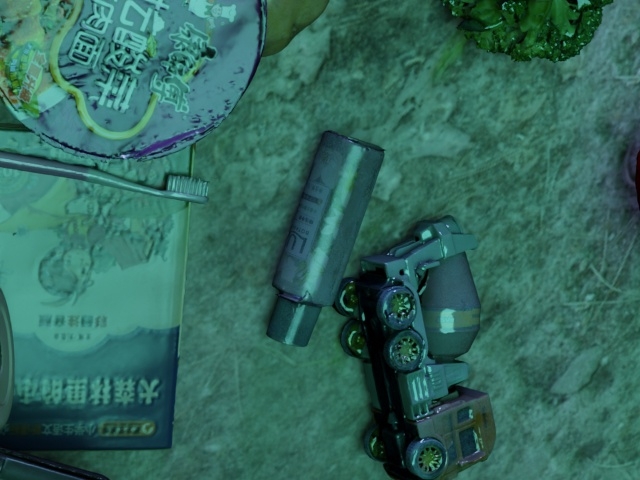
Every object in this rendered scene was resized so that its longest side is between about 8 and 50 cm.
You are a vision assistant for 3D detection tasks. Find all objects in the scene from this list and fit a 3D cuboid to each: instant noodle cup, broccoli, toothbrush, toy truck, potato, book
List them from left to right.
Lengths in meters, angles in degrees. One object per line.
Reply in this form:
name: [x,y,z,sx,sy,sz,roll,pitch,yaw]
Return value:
toothbrush: [-0.242,-0.068,1.539,0.286,0.020,0.025,9,89,-18]
book: [-0.242,0.050,1.581,0.228,0.018,0.322,2,100,-16]
instant noodle cup: [-0.189,-0.204,1.458,0.251,0.190,0.251,-3,101,-15]
potato: [-0.044,-0.245,1.540,0.112,0.112,0.147,19,98,-18]
toy truck: [0.108,0.112,1.652,0.140,0.108,0.256,-18,102,-26]
broccoli: [0.204,-0.265,1.586,0.195,0.156,0.195,-2,83,12]

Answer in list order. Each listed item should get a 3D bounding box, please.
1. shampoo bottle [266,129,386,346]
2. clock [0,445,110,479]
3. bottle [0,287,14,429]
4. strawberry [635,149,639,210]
shampoo bottle: [0.000,0.000,1.616,0.072,0.072,0.214,17,95,-18]
clock: [-0.336,0.311,1.448,0.273,0.049,0.279,22,88,-29]
bottle: [-0.406,0.112,1.477,0.236,0.147,0.147,-4,102,1]
strawberry: [0.483,-0.040,1.640,0.292,0.292,0.310,-43,95,-5]
